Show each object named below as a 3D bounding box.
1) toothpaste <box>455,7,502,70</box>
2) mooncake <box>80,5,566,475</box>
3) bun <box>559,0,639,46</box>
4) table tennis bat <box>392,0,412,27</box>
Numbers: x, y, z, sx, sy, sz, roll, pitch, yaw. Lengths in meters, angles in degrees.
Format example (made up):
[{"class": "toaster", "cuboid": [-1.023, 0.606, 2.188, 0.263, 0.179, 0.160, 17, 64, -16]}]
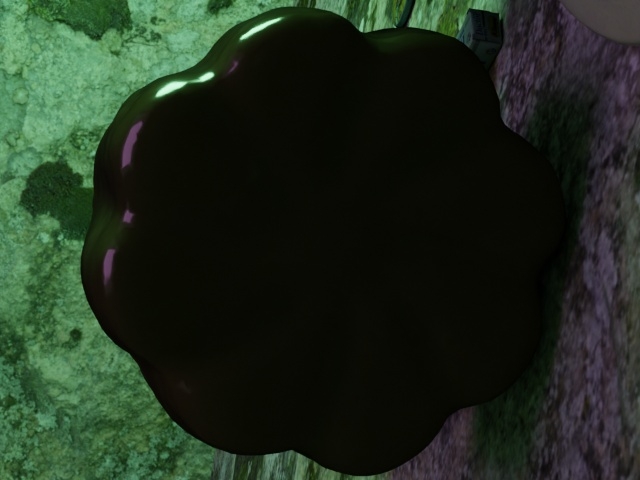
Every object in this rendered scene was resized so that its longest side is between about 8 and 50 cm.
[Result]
[{"class": "toothpaste", "cuboid": [0.145, -0.169, 1.299, 0.164, 0.034, 0.046, 114, 160, -55]}, {"class": "mooncake", "cuboid": [0.000, 0.000, 0.986, 0.201, 0.379, 0.378, -178, 98, -76]}, {"class": "bun", "cuboid": [0.205, -0.197, 0.782, 0.094, 0.138, 0.138, -36, -11, -26]}, {"class": "table tennis bat", "cuboid": [0.120, -0.367, 1.707, 0.100, 0.019, 0.155, -101, 22, -68]}]
